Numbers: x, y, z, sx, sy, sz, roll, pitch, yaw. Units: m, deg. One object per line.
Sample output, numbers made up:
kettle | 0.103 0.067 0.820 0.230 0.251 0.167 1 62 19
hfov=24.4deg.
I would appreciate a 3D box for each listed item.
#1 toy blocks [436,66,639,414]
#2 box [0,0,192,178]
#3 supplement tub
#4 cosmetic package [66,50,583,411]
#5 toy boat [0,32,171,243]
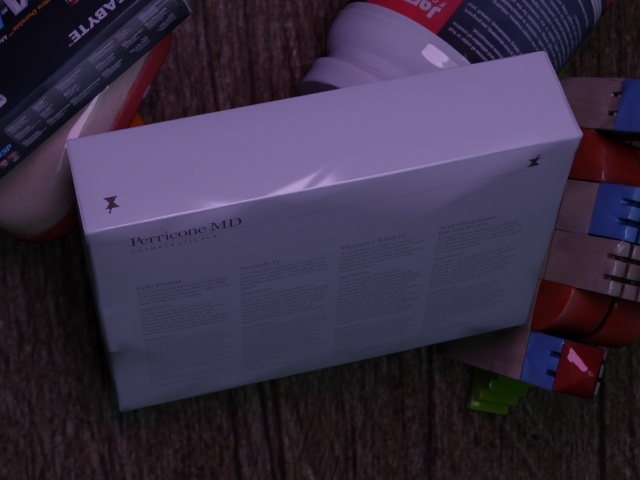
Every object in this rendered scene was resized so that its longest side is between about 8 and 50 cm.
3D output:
toy blocks | 0.248 -0.002 1.385 0.190 0.261 0.382 13 90 -29
box | -0.231 -0.164 1.133 0.220 0.175 0.051 -41 147 -1
supplement tub | 0.127 -0.191 1.336 0.191 0.191 0.272 44 75 -25
cosmetic package | 0.000 0.000 1.201 0.377 0.284 0.097 -11 60 -10
toy boat | -0.199 -0.103 1.222 0.231 0.151 0.151 -63 147 -7
